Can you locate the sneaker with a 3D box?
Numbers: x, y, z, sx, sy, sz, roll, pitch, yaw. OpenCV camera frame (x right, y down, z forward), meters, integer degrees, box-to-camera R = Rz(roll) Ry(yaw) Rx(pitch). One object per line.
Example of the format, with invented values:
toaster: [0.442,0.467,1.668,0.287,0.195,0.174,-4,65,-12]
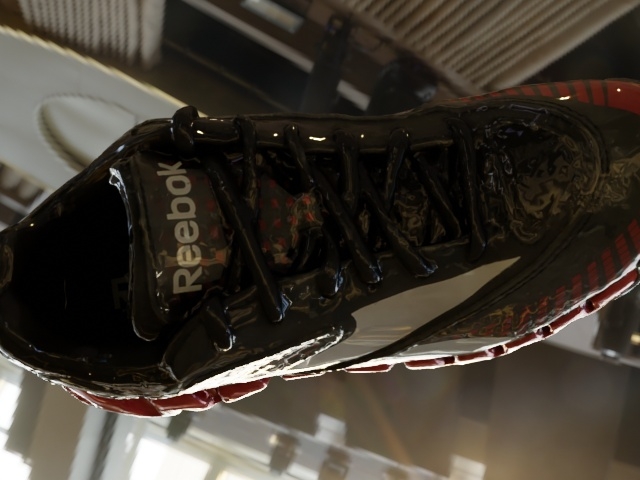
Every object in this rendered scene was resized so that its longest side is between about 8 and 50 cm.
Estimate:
sneaker: [0.000,0.001,0.394,0.276,0.098,0.135,-14,-14,14]
